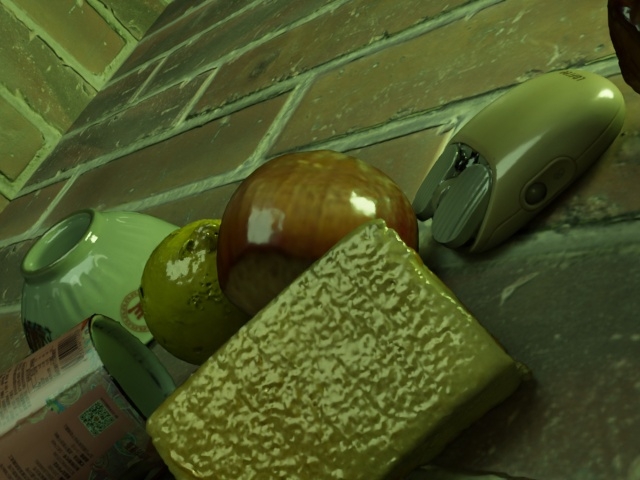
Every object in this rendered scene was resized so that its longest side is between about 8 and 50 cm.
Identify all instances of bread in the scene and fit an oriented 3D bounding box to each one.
[{"bbox_3d":[0.012,0.135,0.683,0.274,0.114,0.185,-43,66,3],"label":"bread"}]

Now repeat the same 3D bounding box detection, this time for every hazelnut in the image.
[{"bbox_3d":[0.000,0.000,0.839,0.214,0.214,0.176,-59,7,-25],"label":"hazelnut"}]

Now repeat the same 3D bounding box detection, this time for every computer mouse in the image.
[{"bbox_3d":[0.197,-0.088,0.830,0.236,0.082,0.145,-41,28,7],"label":"computer mouse"}]

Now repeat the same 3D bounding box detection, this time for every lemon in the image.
[{"bbox_3d":[-0.125,0.060,0.955,0.173,0.206,0.173,-4,45,4],"label":"lemon"}]

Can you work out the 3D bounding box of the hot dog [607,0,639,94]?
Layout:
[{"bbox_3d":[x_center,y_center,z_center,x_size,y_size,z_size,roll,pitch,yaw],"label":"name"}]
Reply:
[{"bbox_3d":[0.420,-0.212,0.605,0.387,0.174,0.267,-19,40,34],"label":"hot dog"}]

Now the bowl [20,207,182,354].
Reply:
[{"bbox_3d":[-0.366,0.051,1.289,0.337,0.157,0.337,-25,33,18],"label":"bowl"}]

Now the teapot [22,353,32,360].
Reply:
[{"bbox_3d":[-0.482,0.188,1.434,0.110,0.043,0.043,-40,28,14],"label":"teapot"}]

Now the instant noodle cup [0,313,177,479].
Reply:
[{"bbox_3d":[-0.290,0.224,0.925,0.231,0.243,0.243,-38,27,0],"label":"instant noodle cup"}]
